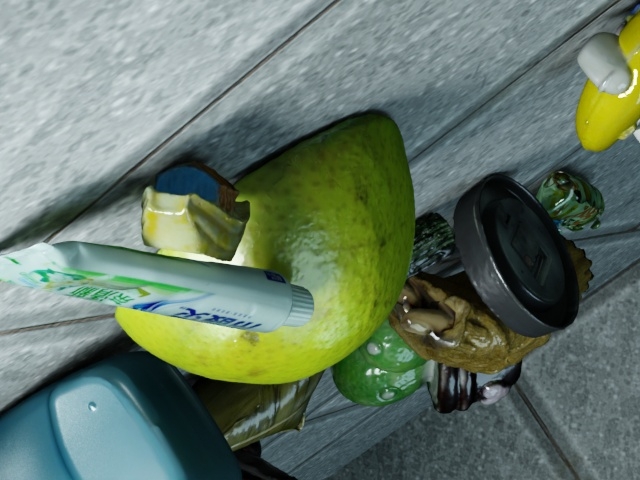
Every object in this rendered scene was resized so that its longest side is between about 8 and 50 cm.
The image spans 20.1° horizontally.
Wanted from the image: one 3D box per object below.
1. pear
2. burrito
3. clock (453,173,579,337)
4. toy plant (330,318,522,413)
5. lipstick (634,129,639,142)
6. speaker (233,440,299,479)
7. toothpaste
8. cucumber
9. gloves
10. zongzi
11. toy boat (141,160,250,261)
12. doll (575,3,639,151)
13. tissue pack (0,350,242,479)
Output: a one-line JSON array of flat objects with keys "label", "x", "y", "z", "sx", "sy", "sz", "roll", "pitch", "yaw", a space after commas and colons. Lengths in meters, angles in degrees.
[{"label": "pear", "x": 0.000, "y": 0.004, "z": 1.477, "sx": 0.288, "sy": 0.139, "sz": 0.239, "roll": -25, "pitch": 155, "yaw": -33}, {"label": "burrito", "x": 0.303, "y": -0.036, "z": 2.274, "sx": 0.104, "sy": 0.054, "sz": 0.288, "roll": -35, "pitch": 168, "yaw": 13}, {"label": "clock", "x": 0.211, "y": 0.019, "z": 1.947, "sx": 0.040, "sy": 0.184, "sz": 0.184, "roll": -29, "pitch": 172, "yaw": 31}, {"label": "toy plant", "x": 0.133, "y": 0.140, "z": 2.323, "sx": 0.235, "sy": 0.175, "sz": 0.218, "roll": -4, "pitch": 157, "yaw": -4}, {"label": "lipstick", "x": 0.482, "y": -0.184, "z": 2.060, "sx": 0.327, "sy": 0.087, "sz": 0.087, "roll": -23, "pitch": 165, "yaw": -39}, {"label": "speaker", "x": -0.145, "y": 0.275, "z": 2.040, "sx": 0.259, "sy": 0.198, "sz": 0.329, "roll": -16, "pitch": -171, "yaw": 40}, {"label": "toothpaste", "x": -0.111, "y": 0.031, "z": 1.282, "sx": 0.075, "sy": 0.048, "sz": 0.297, "roll": -16, "pitch": 162, "yaw": 37}, {"label": "cucumber", "x": 0.057, "y": 0.035, "z": 1.908, "sx": 0.187, "sy": 0.058, "sz": 0.058, "roll": -31, "pitch": 168, "yaw": -10}, {"label": "gloves", "x": 0.198, "y": 0.072, "z": 2.109, "sx": 0.203, "sy": 0.155, "sz": 0.356, "roll": -30, "pitch": 164, "yaw": 35}, {"label": "zongzi", "x": -0.072, "y": 0.150, "z": 1.974, "sx": 0.205, "sy": 0.094, "sz": 0.204, "roll": -18, "pitch": 151, "yaw": -44}, {"label": "toy boat", "x": -0.086, "y": -0.021, "z": 1.285, "sx": 0.065, "sy": 0.066, "sz": 0.172, "roll": 9, "pitch": 179, "yaw": 12}, {"label": "doll", "x": 0.323, "y": -0.170, "z": 1.655, "sx": 0.252, "sy": 0.111, "sz": 0.237, "roll": -17, "pitch": 145, "yaw": -50}, {"label": "tissue pack", "x": -0.217, "y": 0.235, "z": 1.641, "sx": 0.287, "sy": 0.198, "sz": 0.206, "roll": -37, "pitch": 169, "yaw": 11}]
